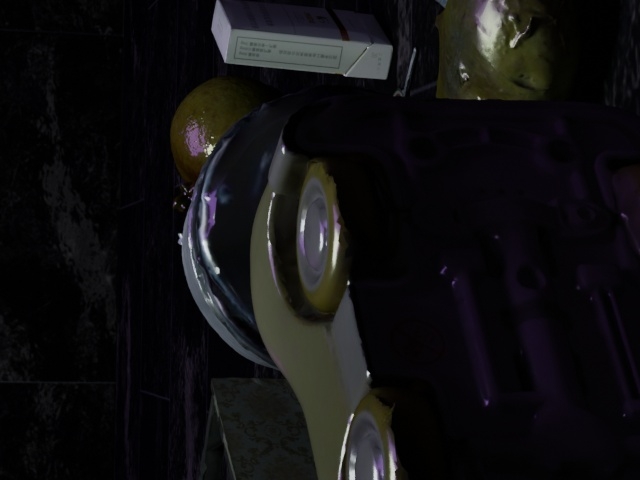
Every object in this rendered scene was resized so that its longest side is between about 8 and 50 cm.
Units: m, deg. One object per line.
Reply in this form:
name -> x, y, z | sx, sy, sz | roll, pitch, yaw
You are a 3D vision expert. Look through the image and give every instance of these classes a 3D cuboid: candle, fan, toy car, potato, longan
candle -> 0.000, 0.000, 1.489 | 0.342, 0.221, 0.221 | 148, 123, -83
fan -> 0.072, -0.113, 1.659 | 0.085, 0.005, 0.133 | -105, 20, -52
toy car -> 0.096, 0.099, 1.043 | 0.226, 0.242, 0.336 | 107, 156, -45
potato -> 0.125, -0.103, 1.256 | 0.117, 0.090, 0.225 | -112, 19, -45
longan -> -0.103, -0.100, 2.059 | 0.145, 0.176, 0.155 | 31, 169, 33

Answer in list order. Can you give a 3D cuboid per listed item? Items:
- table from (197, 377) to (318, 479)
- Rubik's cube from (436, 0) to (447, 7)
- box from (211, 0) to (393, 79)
table -> 0.034, 0.305, 1.312 | 0.335, 0.222, 0.272 | -108, 25, -56
Rubik's cube -> 0.069, -0.343, 1.398 | 0.233, 0.228, 0.229 | 38, 89, 30
box -> -0.017, -0.187, 1.720 | 0.084, 0.154, 0.040 | -116, 34, -62
